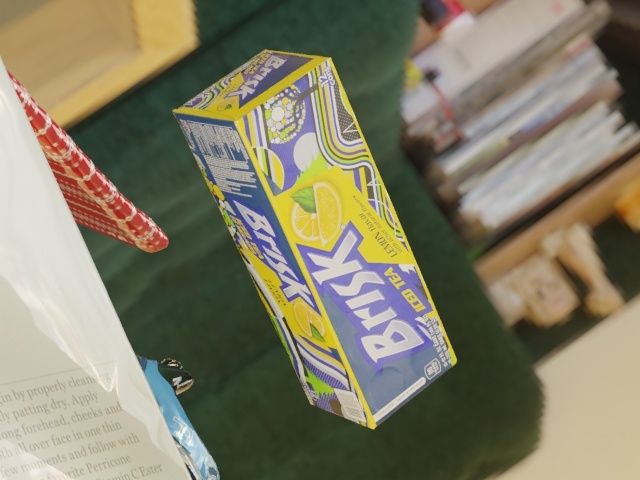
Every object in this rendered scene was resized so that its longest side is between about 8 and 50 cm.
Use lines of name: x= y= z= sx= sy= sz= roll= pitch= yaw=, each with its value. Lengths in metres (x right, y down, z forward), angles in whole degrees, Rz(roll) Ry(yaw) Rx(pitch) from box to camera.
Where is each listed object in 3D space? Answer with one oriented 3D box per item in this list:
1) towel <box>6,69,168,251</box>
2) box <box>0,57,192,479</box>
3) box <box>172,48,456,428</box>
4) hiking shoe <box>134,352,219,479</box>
towel: x=-0.229 y=-0.087 z=1.244 sx=0.031 sy=0.199 sz=0.275 roll=-60 pitch=148 yaw=-13
box: x=-0.208 y=0.102 z=0.888 sx=0.215 sy=0.345 sz=0.168 roll=-35 pitch=164 yaw=34
box: x=0.000 y=0.000 z=0.872 sx=0.059 sy=0.169 sz=0.054 roll=-36 pitch=-152 yaw=-25
hiking shoe: x=-0.113 y=0.189 z=1.272 sx=0.132 sy=0.304 sz=0.113 roll=7 pitch=139 yaw=-31
